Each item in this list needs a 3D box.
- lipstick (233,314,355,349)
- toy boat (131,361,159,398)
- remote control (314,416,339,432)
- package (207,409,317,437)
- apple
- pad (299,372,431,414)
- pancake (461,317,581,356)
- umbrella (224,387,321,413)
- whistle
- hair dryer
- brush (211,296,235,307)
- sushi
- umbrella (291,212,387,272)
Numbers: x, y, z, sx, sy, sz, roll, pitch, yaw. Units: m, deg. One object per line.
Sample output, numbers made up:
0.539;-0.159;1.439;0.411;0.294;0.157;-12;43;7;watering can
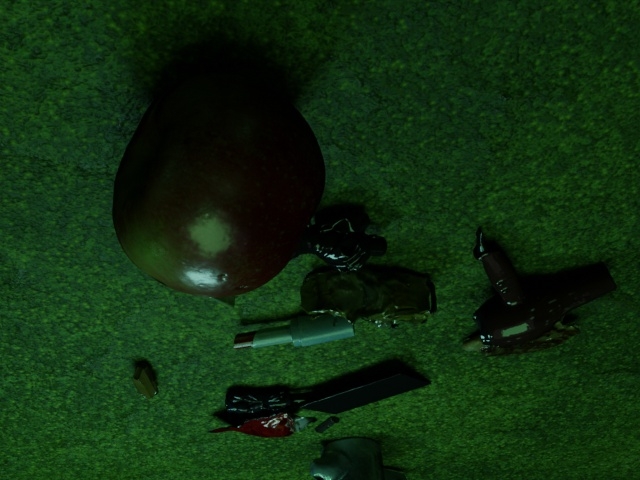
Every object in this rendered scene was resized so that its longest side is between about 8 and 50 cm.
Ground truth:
-0.062;0.208;1.911;0.274;0.068;0.061;-9;150;4;lipstick
-0.425;0.348;2.079;0.047;0.049;0.149;20;150;18;toy boat
0.018;0.524;2.394;0.034;0.016;0.091;13;141;-30;remote control
-0.149;0.502;2.277;0.270;0.071;0.194;-24;145;29;package
-0.154;-0.080;1.293;0.277;0.348;0.348;23;136;-30;apple
0.118;0.403;2.212;0.300;0.005;0.202;-23;154;24;pad
0.487;0.213;1.997;0.258;0.056;0.212;-4;152;-14;pancake
-0.123;0.417;2.191;0.249;0.070;0.071;1;143;-6;umbrella
0.126;0.736;2.566;0.188;0.168;0.404;-19;141;17;whistle
0.434;0.067;1.780;0.313;0.123;0.340;-27;128;11;hair dryer
-0.250;0.100;1.774;0.030;0.033;0.179;-24;140;33;brush
0.101;0.135;1.780;0.291;0.139;0.131;5;150;-16;sushi
-0.001;-0.001;1.612;0.273;0.121;0.110;5;-174;-19;umbrella
